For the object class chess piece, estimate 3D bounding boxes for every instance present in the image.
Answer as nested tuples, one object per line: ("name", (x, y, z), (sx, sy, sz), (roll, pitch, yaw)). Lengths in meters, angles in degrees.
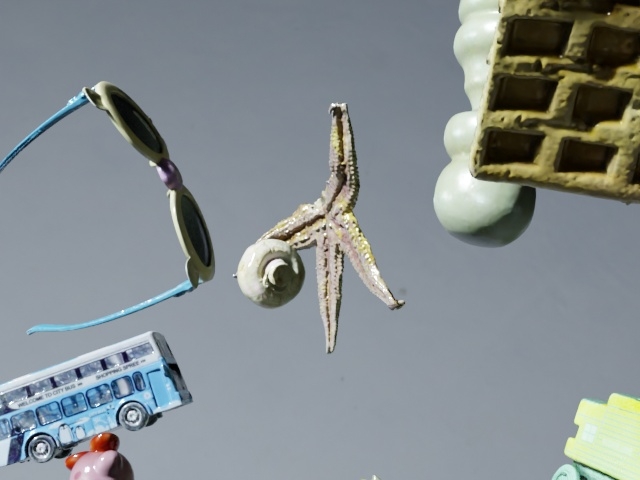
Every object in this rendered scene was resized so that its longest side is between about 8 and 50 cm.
("chess piece", (0.237, -0.155, 1.381), (0.182, 0.182, 0.330), (14, 82, 6))

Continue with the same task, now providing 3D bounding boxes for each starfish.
("starfish", (0.006, -0.001, 2.015), (0.132, 0.398, 0.384), (-6, 68, -48))

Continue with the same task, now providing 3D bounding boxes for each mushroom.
("mushroom", (-0.057, 0.040, 1.250), (0.083, 0.067, 0.083), (-1, 93, -27))

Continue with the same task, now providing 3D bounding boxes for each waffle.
("waffle", (0.257, -0.150, 0.925), (0.221, 0.248, 0.055), (8, 32, 3))

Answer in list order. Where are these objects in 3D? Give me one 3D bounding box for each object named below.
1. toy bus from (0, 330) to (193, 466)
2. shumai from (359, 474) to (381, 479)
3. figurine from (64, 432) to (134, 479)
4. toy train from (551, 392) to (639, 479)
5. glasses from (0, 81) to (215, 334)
("toy bus", (-0.343, 0.234, 1.508), (0.297, 0.106, 0.131), (-20, 82, 1))
("shumai", (0.019, 0.394, 1.237), (0.261, 0.222, 0.225), (-4, 92, -14))
("figurine", (-0.228, 0.249, 1.103), (0.067, 0.083, 0.071), (8, 49, -28))
("toy train", (0.572, 0.416, 1.876), (0.179, 0.442, 0.272), (21, 85, -13))
("glasses", (-0.197, -0.020, 0.921), (0.189, 0.220, 0.088), (61, 35, -5))
